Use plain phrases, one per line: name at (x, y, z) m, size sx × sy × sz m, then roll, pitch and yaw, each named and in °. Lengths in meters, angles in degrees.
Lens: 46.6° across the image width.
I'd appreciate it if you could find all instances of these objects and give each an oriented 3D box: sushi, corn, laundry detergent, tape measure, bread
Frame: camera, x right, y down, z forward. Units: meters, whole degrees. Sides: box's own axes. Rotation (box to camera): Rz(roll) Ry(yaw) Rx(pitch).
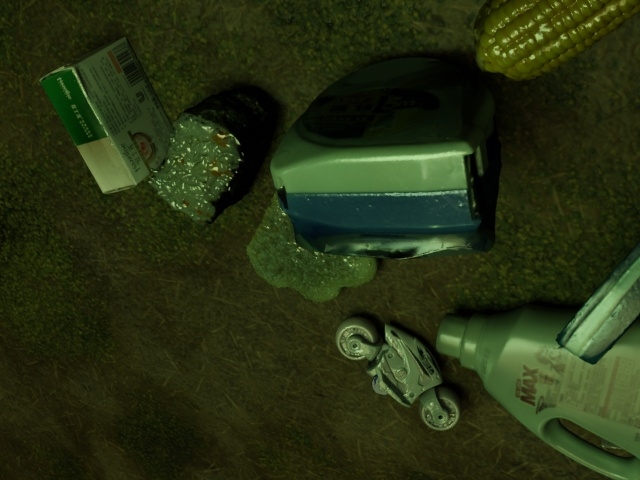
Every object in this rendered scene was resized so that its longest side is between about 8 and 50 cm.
sushi at (-0.156, -0.126, 1.110) m, size 0.136 × 0.126 × 0.225 m, roll 38°, pitch 132°, yaw -3°
corn at (0.309, -0.288, 0.770) m, size 0.363 × 0.120 × 0.120 m, roll -31°, pitch 105°, yaw 38°
laundry detergent at (0.362, 0.201, 1.067) m, size 0.397 × 0.124 × 0.264 m, roll 13°, pitch 113°, yaw 23°
tape measure at (0.094, -0.111, 0.908) m, size 0.259 × 0.262 × 0.138 m, roll 2°, pitch 130°, yaw 25°
bread at (0.000, 0.000, 1.169) m, size 0.207 × 0.056 × 0.287 m, roll 31°, pitch 132°, yaw 6°

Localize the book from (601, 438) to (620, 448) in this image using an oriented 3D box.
book at (0.488, 0.255, 1.130) m, size 0.127 × 0.014 × 0.182 m, roll 0°, pitch 122°, yaw 27°

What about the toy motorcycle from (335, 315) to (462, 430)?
toy motorcycle at (0.138, 0.211, 1.230) m, size 0.254 × 0.112 × 0.112 m, roll 39°, pitch 131°, yaw -2°

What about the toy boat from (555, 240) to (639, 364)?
toy boat at (0.413, 0.031, 0.922) m, size 0.061 × 0.096 × 0.299 m, roll 43°, pitch 109°, yaw 23°

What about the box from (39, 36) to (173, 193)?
box at (-0.315, -0.191, 1.136) m, size 0.081 × 0.135 × 0.199 m, roll -11°, pitch 116°, yaw 33°
